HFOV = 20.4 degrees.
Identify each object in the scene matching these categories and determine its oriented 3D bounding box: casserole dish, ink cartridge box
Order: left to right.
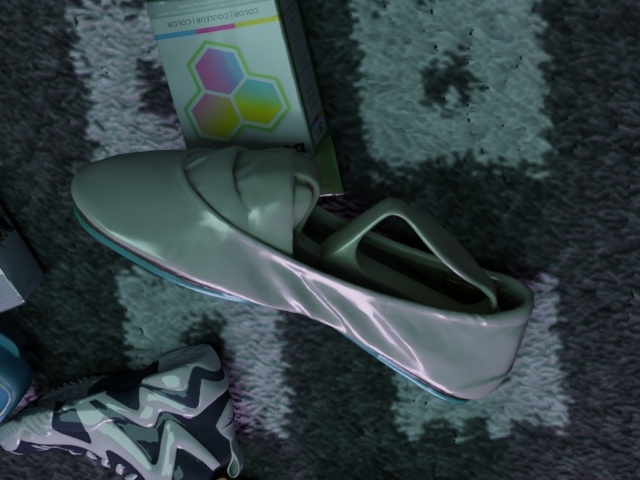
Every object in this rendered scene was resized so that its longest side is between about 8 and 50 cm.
[{"bbox_3d":[-0.349,0.152,1.637,0.114,0.037,0.188,36,117,-22],"label":"casserole dish"},{"bbox_3d":[-0.059,-0.116,1.465,0.109,0.062,0.209,-6,114,18],"label":"ink cartridge box"}]

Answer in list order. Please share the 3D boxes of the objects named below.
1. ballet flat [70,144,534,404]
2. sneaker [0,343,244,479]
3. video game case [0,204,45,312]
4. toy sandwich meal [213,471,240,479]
[{"bbox_3d":[0.000,0.000,1.436,0.400,0.139,0.139,26,122,-17],"label":"ballet flat"},{"bbox_3d":[-0.175,0.198,1.638,0.235,0.094,0.153,-19,100,14],"label":"sneaker"},{"bbox_3d":[-0.425,-0.013,1.628,0.270,0.061,0.244,-22,109,25],"label":"video game case"},{"bbox_3d":[-0.074,0.257,1.677,0.086,0.029,0.085,5,118,9],"label":"toy sandwich meal"}]
